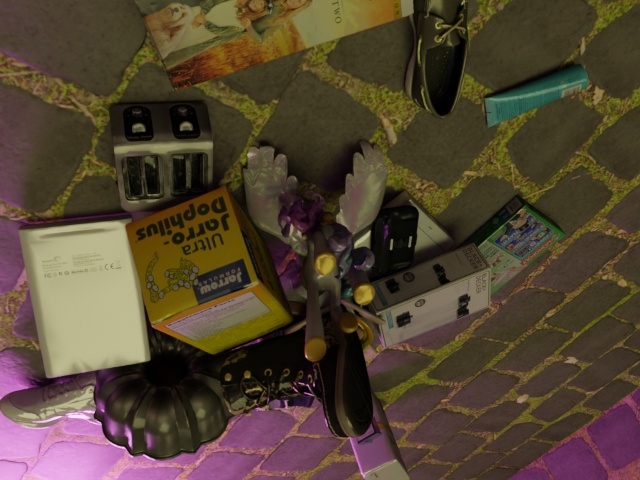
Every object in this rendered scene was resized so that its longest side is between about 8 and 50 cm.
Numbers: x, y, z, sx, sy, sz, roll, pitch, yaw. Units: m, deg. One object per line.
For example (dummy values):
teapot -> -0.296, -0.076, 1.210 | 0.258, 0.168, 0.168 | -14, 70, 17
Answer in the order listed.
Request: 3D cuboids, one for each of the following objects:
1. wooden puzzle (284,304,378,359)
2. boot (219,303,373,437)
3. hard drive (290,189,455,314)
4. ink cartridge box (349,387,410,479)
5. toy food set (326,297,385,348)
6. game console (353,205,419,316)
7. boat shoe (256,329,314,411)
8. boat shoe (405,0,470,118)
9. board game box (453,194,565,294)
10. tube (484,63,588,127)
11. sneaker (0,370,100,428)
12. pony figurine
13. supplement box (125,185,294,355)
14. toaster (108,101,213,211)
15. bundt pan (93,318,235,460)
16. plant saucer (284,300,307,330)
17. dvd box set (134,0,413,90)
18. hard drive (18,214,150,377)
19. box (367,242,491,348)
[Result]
wooden puzzle -> 0.004, 0.286, 1.548 | 0.221, 0.044, 0.239 | -30, 125, 17
boot -> -0.054, 0.282, 1.177 | 0.284, 0.377, 0.138 | -20, 114, 7
hard drive -> 0.131, 0.051, 1.447 | 0.353, 0.047, 0.233 | -38, 135, 17
ink cartridge box -> 0.163, 0.616, 1.857 | 0.117, 0.278, 0.201 | -25, 138, 4
toy food set -> 0.053, 0.230, 1.402 | 0.128, 0.071, 0.218 | 32, 144, 3
game console -> 0.184, 0.053, 1.407 | 0.213, 0.044, 0.361 | -14, 138, -11
boat shoe -> -0.078, 0.291, 1.465 | 0.158, 0.127, 0.340 | 2, 130, -9
boat shoe -> 0.213, -0.356, 1.033 | 0.109, 0.091, 0.305 | -18, 137, -14
board game box -> 0.465, 0.039, 1.572 | 0.213, 0.046, 0.317 | 25, 120, -39
tube -> 0.443, -0.301, 1.224 | 0.207, 0.052, 0.080 | -21, 133, 6
sneaker -> -0.607, 0.370, 1.441 | 0.305, 0.114, 0.152 | 7, 116, -33
pony figurine -> 0.000, 0.000, 1.173 | 0.303, 0.363, 0.351 | 0, 118, -12
supplement box -> -0.196, 0.077, 1.148 | 0.194, 0.195, 0.356 | -22, 160, -1
toaster -> -0.278, -0.142, 1.039 | 0.168, 0.110, 0.186 | -5, 135, -17
bundt pan -> -0.335, 0.299, 1.297 | 0.331, 0.331, 0.124 | -7, 137, -16
plant saucer -> -0.102, 0.223, 1.538 | 0.168, 0.029, 0.168 | -12, 137, -11
dvd box set -> -0.075, -0.421, 0.877 | 0.420, 0.062, 0.307 | -19, 138, -4
hard drive -> -0.459, 0.111, 1.172 | 0.203, 0.040, 0.307 | -7, 109, -16
box -> 0.261, 0.135, 1.427 | 0.290, 0.087, 0.169 | -21, 138, -5
